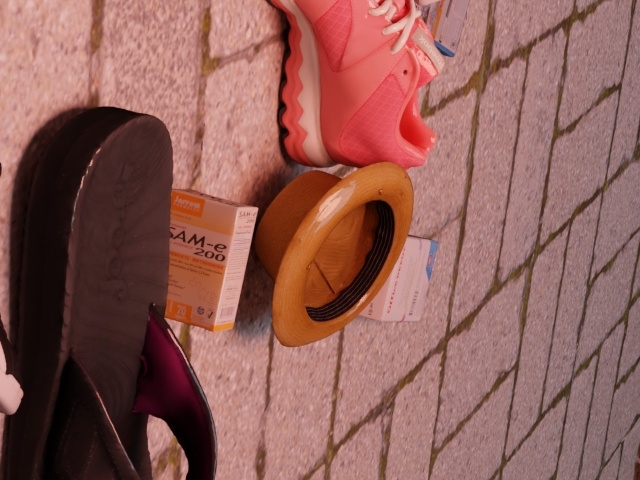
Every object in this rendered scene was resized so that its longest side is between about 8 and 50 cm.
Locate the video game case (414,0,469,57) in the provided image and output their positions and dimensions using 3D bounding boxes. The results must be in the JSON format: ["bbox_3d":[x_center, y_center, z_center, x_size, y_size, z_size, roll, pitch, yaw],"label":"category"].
[{"bbox_3d":[0.121,-0.258,1.722,0.166,0.015,0.119,15,91,-69],"label":"video game case"}]

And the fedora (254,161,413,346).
[{"bbox_3d":[0.000,0.000,1.475,0.194,0.079,0.194,-39,150,-28],"label":"fedora"}]

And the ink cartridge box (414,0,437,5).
[{"bbox_3d":[0.143,-0.369,1.422,0.211,0.121,0.289,-19,136,-12],"label":"ink cartridge box"}]

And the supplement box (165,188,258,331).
[{"bbox_3d":[-0.091,0.015,1.314,0.036,0.062,0.098,-5,108,-66],"label":"supplement box"}]

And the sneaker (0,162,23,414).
[{"bbox_3d":[-0.209,0.013,0.998,0.121,0.079,0.217,-65,155,-19],"label":"sneaker"}]

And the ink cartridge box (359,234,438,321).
[{"bbox_3d":[0.069,0.035,1.737,0.122,0.052,0.089,7,97,-70],"label":"ink cartridge box"}]

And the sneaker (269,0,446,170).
[{"bbox_3d":[0.040,-0.185,1.405,0.314,0.136,0.116,83,29,-43],"label":"sneaker"}]

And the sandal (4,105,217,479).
[{"bbox_3d":[-0.138,0.127,1.205,0.167,0.107,0.446,-43,144,-52],"label":"sandal"}]
